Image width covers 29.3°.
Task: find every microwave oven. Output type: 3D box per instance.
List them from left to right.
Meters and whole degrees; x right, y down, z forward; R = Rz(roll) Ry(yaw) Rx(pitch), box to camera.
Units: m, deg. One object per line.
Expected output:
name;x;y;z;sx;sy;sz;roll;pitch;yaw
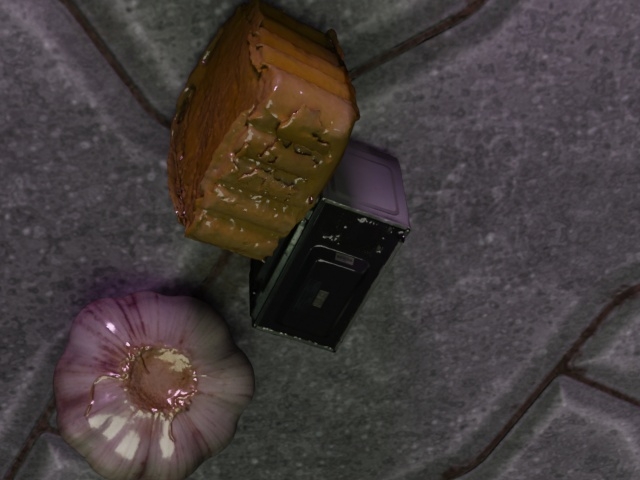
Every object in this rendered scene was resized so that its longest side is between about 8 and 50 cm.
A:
microwave oven;0.000;0.000;1.435;0.129;0.163;0.205;19;122;-15

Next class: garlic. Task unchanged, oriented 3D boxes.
garlic;-0.215;0.192;1.540;0.245;0.245;0.253;9;162;-12

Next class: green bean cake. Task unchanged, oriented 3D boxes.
green bean cake;-0.065;-0.119;1.311;0.131;0.229;0.224;20;122;-25
